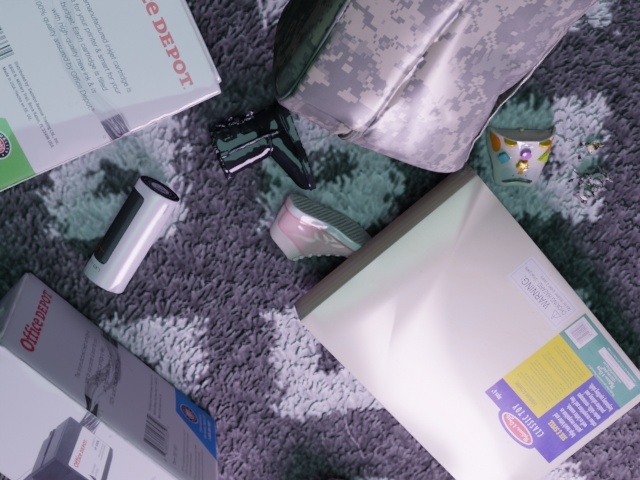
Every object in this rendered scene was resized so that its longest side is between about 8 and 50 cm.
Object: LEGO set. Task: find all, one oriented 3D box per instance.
[{"bbox_3d":[0.331,-0.079,1.431,0.054,0.023,0.083,-18,109,0],"label":"LEGO set"}]

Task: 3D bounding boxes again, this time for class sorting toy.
[{"bbox_3d":[0.242,-0.097,1.413,0.083,0.045,0.075,0,127,-6],"label":"sorting toy"}]

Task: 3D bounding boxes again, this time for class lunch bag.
[{"bbox_3d":[0.122,-0.230,1.234,0.256,0.212,0.305,26,125,-18],"label":"lunch bag"}]

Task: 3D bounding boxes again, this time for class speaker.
[{"bbox_3d":[-0.223,-0.006,1.378,0.055,0.055,0.136,31,103,-15],"label":"speaker"}]

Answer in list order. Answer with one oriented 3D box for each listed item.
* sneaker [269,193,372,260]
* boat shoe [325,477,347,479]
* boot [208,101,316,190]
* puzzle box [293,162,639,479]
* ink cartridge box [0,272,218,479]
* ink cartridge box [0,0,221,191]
[{"bbox_3d":[0.000,0.000,1.410,0.134,0.051,0.070,27,119,-22],"label":"sneaker"},{"bbox_3d":[0.114,0.447,1.537,0.355,0.132,0.130,34,111,-6],"label":"boat shoe"},{"bbox_3d":[-0.069,-0.099,1.370,0.099,0.045,0.121,-23,102,-1],"label":"boot"},{"bbox_3d":[0.197,0.134,1.446,0.272,0.052,0.409,-40,115,6],"label":"puzzle box"},{"bbox_3d":[-0.273,0.207,1.352,0.307,0.223,0.129,42,100,-17],"label":"ink cartridge box"},{"bbox_3d":[-0.277,-0.207,1.270,0.289,0.121,0.211,-23,109,1],"label":"ink cartridge box"}]
